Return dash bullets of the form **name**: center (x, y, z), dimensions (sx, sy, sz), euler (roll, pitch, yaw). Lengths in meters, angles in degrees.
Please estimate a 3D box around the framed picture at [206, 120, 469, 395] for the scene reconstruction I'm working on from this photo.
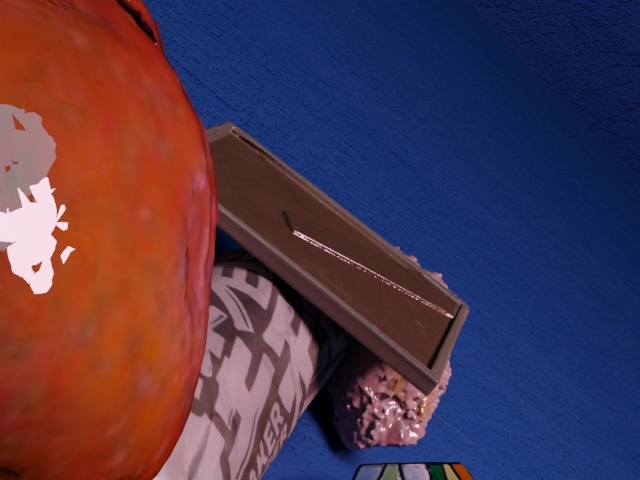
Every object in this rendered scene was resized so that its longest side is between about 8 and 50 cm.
- **framed picture**: center (0.000, 0.000, 0.874), dimensions (0.260, 0.023, 0.189), euler (39, 18, 2)

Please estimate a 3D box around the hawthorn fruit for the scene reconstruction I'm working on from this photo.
- **hawthorn fruit**: center (-0.162, -0.031, 0.519), dimensions (0.276, 0.276, 0.308), euler (34, 65, -36)

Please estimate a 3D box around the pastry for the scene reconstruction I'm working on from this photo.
- **pastry**: center (0.058, 0.077, 1.008), dimensions (0.265, 0.102, 0.112), euler (-68, 136, -70)

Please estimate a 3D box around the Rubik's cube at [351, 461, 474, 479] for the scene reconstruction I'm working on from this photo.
- **Rubik's cube**: center (0.062, 0.212, 0.814), dimensions (0.133, 0.133, 0.112), euler (42, 1, -22)

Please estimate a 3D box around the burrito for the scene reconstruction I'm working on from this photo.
- **burrito**: center (-0.062, 0.080, 0.792), dimensions (0.139, 0.101, 0.445), euler (53, 24, -3)
